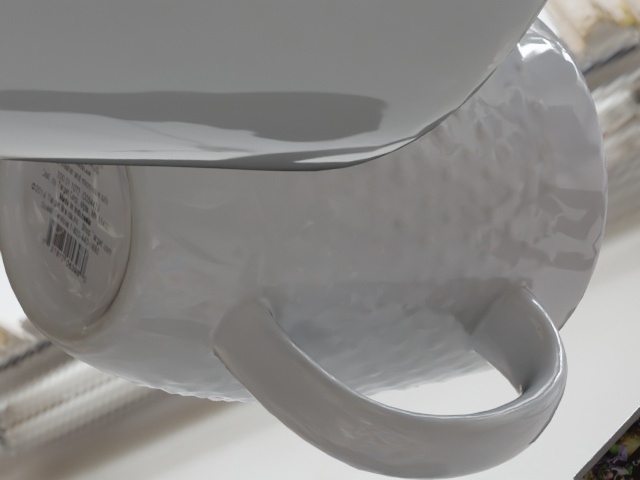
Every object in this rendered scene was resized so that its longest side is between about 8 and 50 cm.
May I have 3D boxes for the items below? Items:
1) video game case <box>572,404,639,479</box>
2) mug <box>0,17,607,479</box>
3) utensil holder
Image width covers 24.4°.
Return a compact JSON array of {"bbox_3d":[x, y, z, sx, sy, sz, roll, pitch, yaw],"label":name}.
[{"bbox_3d":[0.359,0.209,1.356,0.173,0.022,0.190,43,-87,14],"label":"video game case"},{"bbox_3d":[0.000,0.000,0.927,0.374,0.328,0.276,51,-50,34],"label":"mug"},{"bbox_3d":[-0.141,-0.183,0.436,0.327,0.385,0.328,-7,-99,55],"label":"utensil holder"}]
